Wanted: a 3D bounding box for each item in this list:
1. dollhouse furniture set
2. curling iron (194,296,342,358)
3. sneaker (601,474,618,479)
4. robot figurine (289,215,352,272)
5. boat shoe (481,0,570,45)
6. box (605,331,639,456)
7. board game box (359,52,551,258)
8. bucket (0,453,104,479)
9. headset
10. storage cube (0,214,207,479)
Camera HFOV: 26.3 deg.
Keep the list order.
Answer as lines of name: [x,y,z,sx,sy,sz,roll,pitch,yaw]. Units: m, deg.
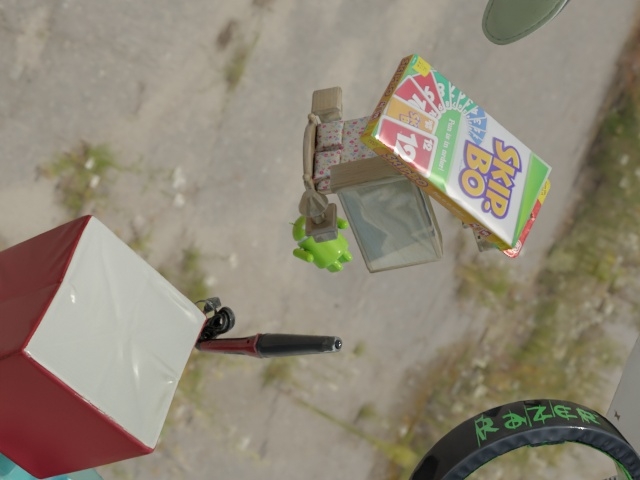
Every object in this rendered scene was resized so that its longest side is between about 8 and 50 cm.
dollhouse furniture set: [0.110,-0.153,1.884,0.173,0.303,0.355,67,19,-45]
curling iron: [-0.073,0.111,1.620,0.035,0.274,0.068,-7,98,-39]
sneaker: [0.415,0.355,1.678,0.366,0.137,0.210,-26,174,21]
robot figurine: [0.000,0.000,2.260,0.101,0.115,0.067,-43,-170,-20]
boat shoe: [0.297,-0.334,1.724,0.228,0.081,0.069,-46,169,27]
box: [0.608,0.200,1.908,0.345,0.168,0.215,-4,126,-25]
board game box: [0.173,-0.097,1.643,0.039,0.259,0.124,-9,-131,57]
bucket: [-0.390,0.308,1.653,0.183,0.281,0.281,-48,159,-5]
headset: [0.180,0.320,1.330,0.185,0.243,0.394,-121,-149,-62]
storage cube: [-0.267,0.117,1.445,0.215,0.193,0.183,44,47,-28]
